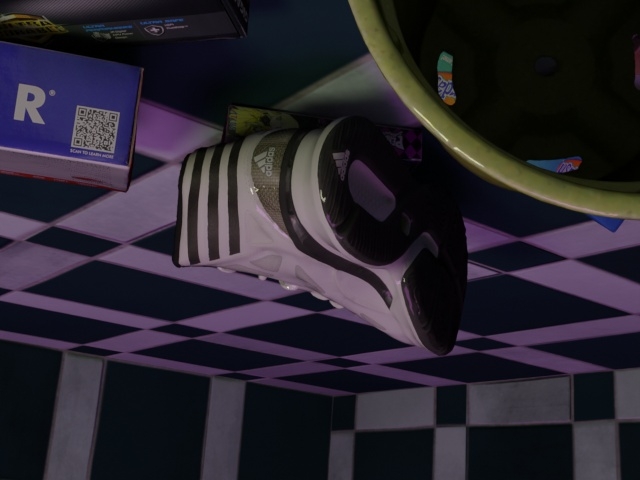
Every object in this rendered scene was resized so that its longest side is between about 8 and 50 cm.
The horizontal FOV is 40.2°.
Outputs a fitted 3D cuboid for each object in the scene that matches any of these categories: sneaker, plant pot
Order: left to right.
[{"bbox_3d":[0.000,-0.001,0.985,0.257,0.169,0.447,3,157,28],"label":"sneaker"},{"bbox_3d":[0.148,-0.133,0.498,0.275,0.276,0.254,3,174,3],"label":"plant pot"}]

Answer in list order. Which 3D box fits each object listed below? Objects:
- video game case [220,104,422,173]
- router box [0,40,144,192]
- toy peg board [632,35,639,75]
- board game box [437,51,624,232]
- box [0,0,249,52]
[{"bbox_3d":[-0.015,-0.079,1.011,0.210,0.042,0.232,7,162,-9],"label":"video game case"},{"bbox_3d":[-0.332,-0.115,0.774,0.335,0.082,0.301,8,178,-12],"label":"router box"},{"bbox_3d":[0.344,-0.137,0.684,0.160,0.079,0.161,6,163,-6],"label":"toy peg board"},{"bbox_3d":[0.174,-0.092,0.776,0.210,0.047,0.160,25,-167,-47],"label":"board game box"},{"bbox_3d":[-0.178,-0.203,0.630,0.220,0.051,0.175,-1,162,11],"label":"box"}]
